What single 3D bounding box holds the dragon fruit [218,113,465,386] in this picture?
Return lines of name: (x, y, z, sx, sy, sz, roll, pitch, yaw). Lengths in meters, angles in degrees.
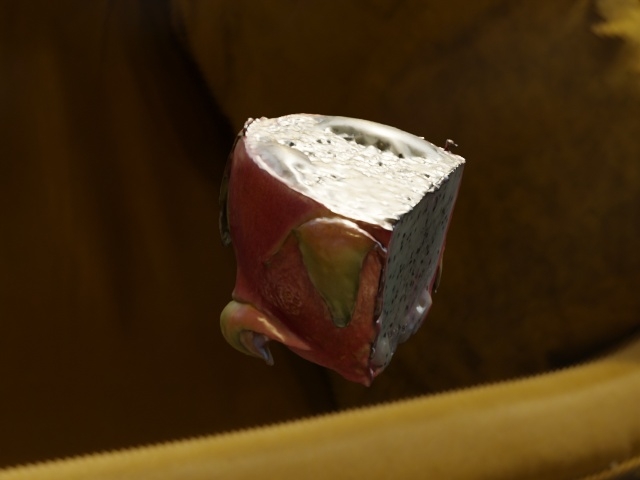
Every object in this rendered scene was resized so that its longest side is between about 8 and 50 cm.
dragon fruit: (0.000, 0.000, 0.484, 0.060, 0.056, 0.083, 20, 27, 11)
